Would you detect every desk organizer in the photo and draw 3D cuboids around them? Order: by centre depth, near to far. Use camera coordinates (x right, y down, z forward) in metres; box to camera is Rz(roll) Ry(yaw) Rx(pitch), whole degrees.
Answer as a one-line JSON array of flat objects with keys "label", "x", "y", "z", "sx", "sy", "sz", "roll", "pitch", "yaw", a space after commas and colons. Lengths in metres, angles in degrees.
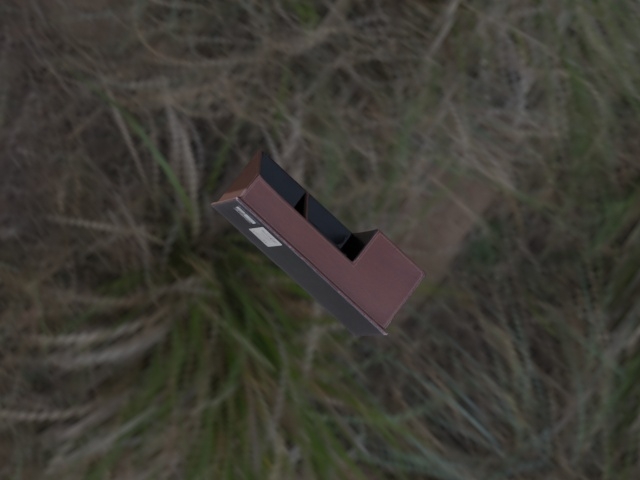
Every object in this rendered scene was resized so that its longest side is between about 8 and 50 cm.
[{"label": "desk organizer", "x": 0.000, "y": 0.000, "z": 1.121, "sx": 0.130, "sy": 0.047, "sz": 0.050, "roll": 43, "pitch": 71, "yaw": -15}]
